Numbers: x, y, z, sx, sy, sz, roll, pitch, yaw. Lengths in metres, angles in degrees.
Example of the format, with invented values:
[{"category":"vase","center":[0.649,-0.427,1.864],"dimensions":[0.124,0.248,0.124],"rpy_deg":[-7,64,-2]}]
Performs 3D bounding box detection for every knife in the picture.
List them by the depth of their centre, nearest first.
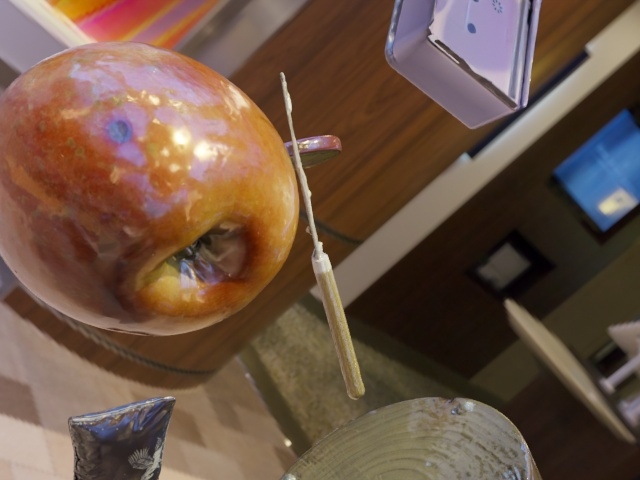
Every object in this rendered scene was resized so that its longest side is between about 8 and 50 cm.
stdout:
[{"category":"knife","center":[-0.003,0.001,0.866],"dimensions":[0.047,0.017,0.298],"rpy_deg":[-77,153,-73]}]

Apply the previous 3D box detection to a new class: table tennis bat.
[{"category":"table tennis bat","center":[-0.080,-0.108,1.450],"dimensions":[0.310,0.200,0.038],"rpy_deg":[156,-80,-73]}]

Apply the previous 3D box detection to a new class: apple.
[{"category":"apple","center":[-0.140,-0.037,0.793],"dimensions":[0.253,0.253,0.253],"rpy_deg":[45,12,-13]}]

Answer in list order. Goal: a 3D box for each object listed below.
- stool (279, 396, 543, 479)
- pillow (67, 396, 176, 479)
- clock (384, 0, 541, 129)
[{"category":"stool","center":[0.091,0.254,0.630],"dimensions":[0.179,0.179,0.264],"rpy_deg":[-105,170,-65]},{"category":"pillow","center":[-0.267,0.295,1.312],"dimensions":[0.141,0.208,0.055],"rpy_deg":[-9,39,-28]},{"category":"clock","center":[0.152,-0.230,1.022],"dimensions":[0.144,0.073,0.193],"rpy_deg":[33,54,-28]}]
